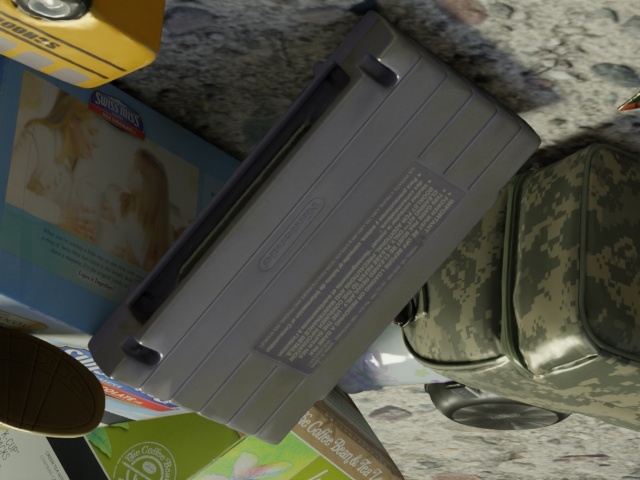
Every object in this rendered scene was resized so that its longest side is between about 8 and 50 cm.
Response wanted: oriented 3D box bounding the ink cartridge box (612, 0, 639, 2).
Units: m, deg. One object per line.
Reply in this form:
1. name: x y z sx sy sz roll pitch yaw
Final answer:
1. ink cartridge box: 0.232 -0.213 1.222 0.231 0.078 0.134 3 160 1

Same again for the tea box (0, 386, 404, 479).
1. tea box: -0.136 0.229 2.047 0.323 0.220 0.329 -39 150 4

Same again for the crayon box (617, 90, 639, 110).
1. crayon box: 0.382 -0.128 1.317 0.202 0.081 0.318 -12 170 -32

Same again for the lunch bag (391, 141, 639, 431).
1. lunch bag: 0.249 0.065 1.739 0.305 0.212 0.256 18 151 -33

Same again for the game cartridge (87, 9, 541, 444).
1. game cartridge: 0.000 0.000 1.559 0.355 0.068 0.230 -49 142 10

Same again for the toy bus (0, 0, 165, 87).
1. toy bus: -0.248 -0.215 1.270 0.333 0.108 0.130 22 154 -40

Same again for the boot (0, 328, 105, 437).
1. boot: -0.286 0.128 1.554 0.213 0.077 0.165 14 156 -8

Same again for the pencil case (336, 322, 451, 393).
1. pencil case: 0.135 0.094 1.976 0.273 0.113 0.124 -8 154 28

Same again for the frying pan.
1. frying pan: 0.207 0.169 2.252 0.197 0.053 0.326 -2 161 14

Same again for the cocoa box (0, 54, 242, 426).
1. cocoa box: -0.239 0.003 1.650 0.228 0.231 0.347 -11 154 35
